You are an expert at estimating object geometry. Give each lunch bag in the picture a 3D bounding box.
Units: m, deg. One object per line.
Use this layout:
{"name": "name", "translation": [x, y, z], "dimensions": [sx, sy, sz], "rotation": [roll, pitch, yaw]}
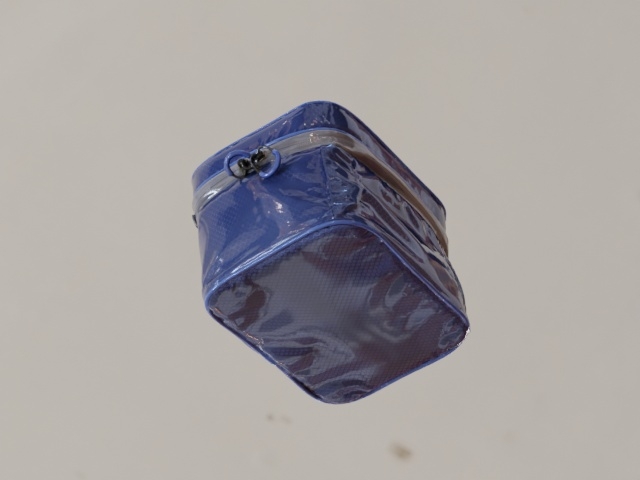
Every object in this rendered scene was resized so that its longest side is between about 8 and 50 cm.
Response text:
{"name": "lunch bag", "translation": [0.000, 0.000, 0.656], "dimensions": [0.067, 0.065, 0.098], "rotation": [-27, -45, 19]}
